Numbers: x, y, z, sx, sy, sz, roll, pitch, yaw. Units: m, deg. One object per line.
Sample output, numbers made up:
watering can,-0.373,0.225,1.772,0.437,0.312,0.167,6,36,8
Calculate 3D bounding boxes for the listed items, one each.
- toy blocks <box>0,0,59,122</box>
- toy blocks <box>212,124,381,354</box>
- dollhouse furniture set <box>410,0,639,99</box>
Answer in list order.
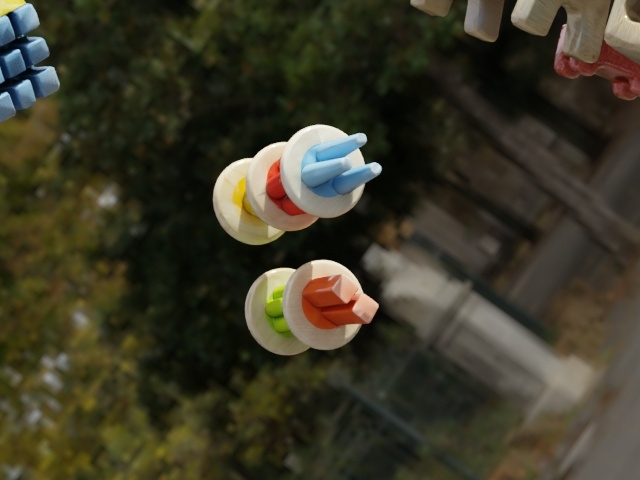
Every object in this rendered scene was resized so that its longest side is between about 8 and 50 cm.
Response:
toy blocks,-0.260,-0.100,1.029,0.261,0.381,0.191,1,25,38
toy blocks,0.000,0.000,1.113,0.054,0.123,0.148,-16,-1,-26
dollhouse furniture set,0.267,-0.152,1.152,0.201,0.374,0.152,21,-92,-46
